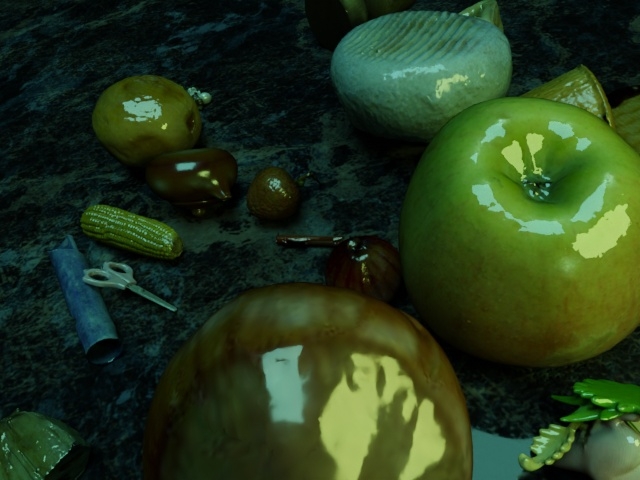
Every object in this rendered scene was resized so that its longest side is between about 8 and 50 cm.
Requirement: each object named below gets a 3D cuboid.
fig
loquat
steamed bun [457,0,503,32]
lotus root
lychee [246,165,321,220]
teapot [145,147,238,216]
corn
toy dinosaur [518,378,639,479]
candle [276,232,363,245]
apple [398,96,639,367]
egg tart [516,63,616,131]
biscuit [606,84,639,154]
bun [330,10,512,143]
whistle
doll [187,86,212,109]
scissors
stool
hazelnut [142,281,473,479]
[{"bbox_3d":[0.056,0.047,0.759,0.128,0.150,0.128,-30,48,40],"label":"fig"},{"bbox_3d":[-0.382,-0.265,1.089,0.238,0.193,0.238,-11,46,12],"label":"loquat"},{"bbox_3d":[0.335,-0.455,1.132,0.155,0.141,0.172,-3,45,29],"label":"steamed bun"},{"bbox_3d":[-0.401,0.306,0.680,0.144,0.070,0.143,35,70,30],"label":"lotus root"},{"bbox_3d":[-0.077,-0.096,0.929,0.101,0.114,0.140,37,83,3],"label":"lychee"},{"bbox_3d":[-0.267,-0.115,0.987,0.252,0.135,0.178,6,14,42],"label":"teapot"},{"bbox_3d":[-0.363,-0.016,0.947,0.231,0.080,0.080,14,54,21],"label":"corn"},{"bbox_3d":[0.331,0.252,0.537,0.194,0.152,0.177,9,91,32],"label":"toy dinosaur"},{"bbox_3d":[0.000,0.001,0.879,0.167,0.021,0.026,1,30,16],"label":"candle"},{"bbox_3d":[0.269,-0.017,0.639,0.338,0.305,0.338,-6,48,6],"label":"apple"},{"bbox_3d":[0.393,-0.178,0.832,0.147,0.202,0.202,-14,47,13],"label":"egg tart"},{"bbox_3d":[0.631,-0.173,0.834,0.318,0.040,0.318,0,48,0],"label":"biscuit"},{"bbox_3d":[0.191,-0.323,0.985,0.362,0.211,0.362,-6,46,6],"label":"bun"},{"bbox_3d":[-0.425,0.094,0.876,0.062,0.062,0.304,-33,50,-15],"label":"whistle"},{"bbox_3d":[-0.322,-0.373,1.273,0.085,0.040,0.058,28,48,27],"label":"doll"},{"bbox_3d":[-0.331,0.085,0.872,0.189,0.015,0.100,25,20,16],"label":"scissors"},{"bbox_3d":[0.113,-0.647,1.312,0.264,0.179,0.179,-39,52,-20],"label":"stool"},{"bbox_3d":[-0.013,0.193,0.543,0.372,0.315,0.372,4,19,-1],"label":"hazelnut"}]
